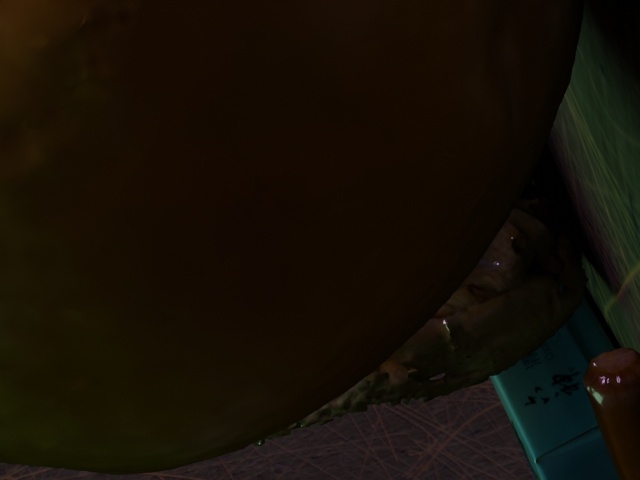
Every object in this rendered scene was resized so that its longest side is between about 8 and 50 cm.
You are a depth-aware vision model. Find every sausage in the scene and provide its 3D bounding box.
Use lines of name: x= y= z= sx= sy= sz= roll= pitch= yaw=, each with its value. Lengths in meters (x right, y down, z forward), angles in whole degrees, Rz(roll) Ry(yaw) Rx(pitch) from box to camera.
sausage: x=0.180 y=0.115 z=0.824 sx=0.041 sy=0.039 sz=0.131 roll=-104 pitch=-12 yaw=-62

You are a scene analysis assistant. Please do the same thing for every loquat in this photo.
loquat: x=-0.080 y=-0.086 z=0.446 sx=0.328 sy=0.328 sz=0.328 roll=-24 pitch=-90 yaw=-87

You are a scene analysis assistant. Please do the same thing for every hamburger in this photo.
hamburger: x=0.000 y=0.000 z=0.873 sx=0.277 sy=0.318 sz=0.195 roll=-15 pitch=99 yaw=59

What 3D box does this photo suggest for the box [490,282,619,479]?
box: x=0.183 y=0.148 z=1.002 sx=0.142 sy=0.083 sz=0.232 roll=-112 pitch=-2 yaw=-49
